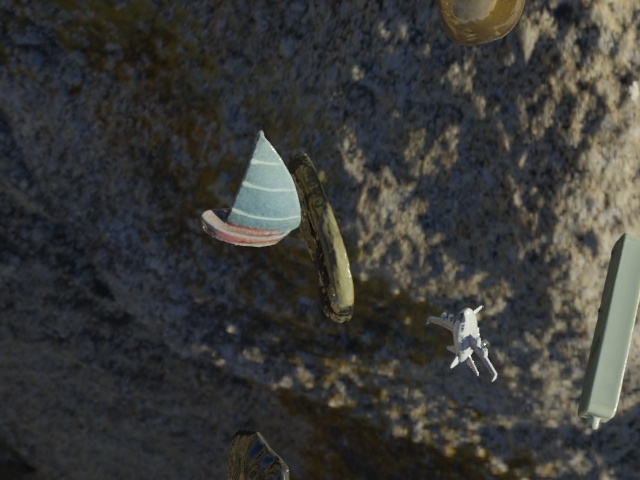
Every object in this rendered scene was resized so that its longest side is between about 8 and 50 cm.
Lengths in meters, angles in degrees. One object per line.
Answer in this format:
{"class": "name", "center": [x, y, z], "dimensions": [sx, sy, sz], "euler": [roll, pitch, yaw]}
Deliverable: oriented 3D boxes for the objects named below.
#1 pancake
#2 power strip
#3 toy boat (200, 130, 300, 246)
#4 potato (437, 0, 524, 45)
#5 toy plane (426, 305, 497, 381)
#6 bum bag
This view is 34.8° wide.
{"class": "pancake", "center": [0.000, 0.000, 1.600], "dimensions": [0.050, 0.294, 0.294], "euler": [-15, 122, -3]}
{"class": "power strip", "center": [0.555, 0.174, 1.934], "dimensions": [0.062, 0.385, 0.091], "euler": [15, 161, 6]}
{"class": "toy boat", "center": [-0.051, -0.044, 0.935], "dimensions": [0.096, 0.034, 0.122], "euler": [8, 138, -21]}
{"class": "potato", "center": [0.268, -0.407, 1.695], "dimensions": [0.146, 0.234, 0.150], "euler": [-6, 87, 10]}
{"class": "toy plane", "center": [0.249, 0.165, 1.757], "dimensions": [0.162, 0.066, 0.171], "euler": [42, 149, 29]}
{"class": "bum bag", "center": [-0.062, 0.271, 0.926], "dimensions": [0.087, 0.049, 0.197], "euler": [12, 96, 50]}
